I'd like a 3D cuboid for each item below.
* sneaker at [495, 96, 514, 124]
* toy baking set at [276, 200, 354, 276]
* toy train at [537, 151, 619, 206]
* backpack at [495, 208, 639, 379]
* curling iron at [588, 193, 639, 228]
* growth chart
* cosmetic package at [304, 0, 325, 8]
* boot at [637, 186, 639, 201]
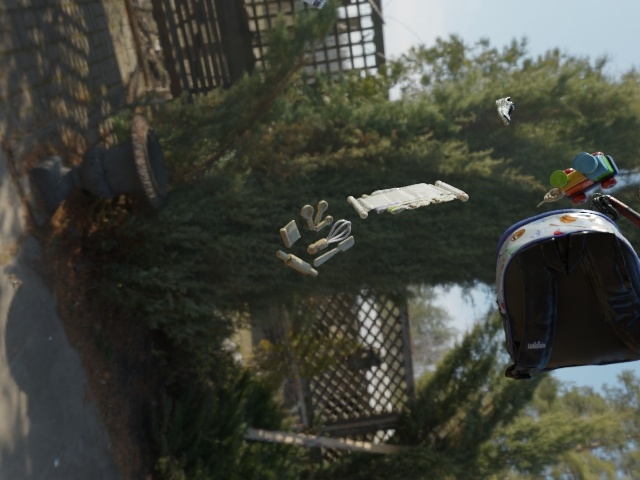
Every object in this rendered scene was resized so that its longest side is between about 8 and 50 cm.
[{"bbox_3d":[0.412,-0.290,1.269,0.032,0.037,0.083,48,31,-39],"label":"sneaker"},{"bbox_3d":[-0.005,0.005,1.554,0.030,0.196,0.256,35,-2,46],"label":"toy baking set"},{"bbox_3d":[0.689,-0.158,1.616,0.143,0.248,0.105,7,58,-43],"label":"toy train"},{"bbox_3d":[0.428,0.078,0.993,0.213,0.277,0.263,-83,157,-61],"label":"backpack"},{"bbox_3d":[0.659,-0.006,1.145,0.274,0.068,0.035,38,-2,25],"label":"curling iron"},{"bbox_3d":[0.182,-0.090,1.233,0.172,0.237,0.021,-100,180,-71],"label":"growth chart"},{"bbox_3d":[-0.054,-0.644,1.269,0.151,0.151,0.183,-54,-124,28],"label":"cosmetic package"},{"bbox_3d":[0.662,-0.022,1.029,0.161,0.083,0.246,4,51,-53],"label":"boot"}]
